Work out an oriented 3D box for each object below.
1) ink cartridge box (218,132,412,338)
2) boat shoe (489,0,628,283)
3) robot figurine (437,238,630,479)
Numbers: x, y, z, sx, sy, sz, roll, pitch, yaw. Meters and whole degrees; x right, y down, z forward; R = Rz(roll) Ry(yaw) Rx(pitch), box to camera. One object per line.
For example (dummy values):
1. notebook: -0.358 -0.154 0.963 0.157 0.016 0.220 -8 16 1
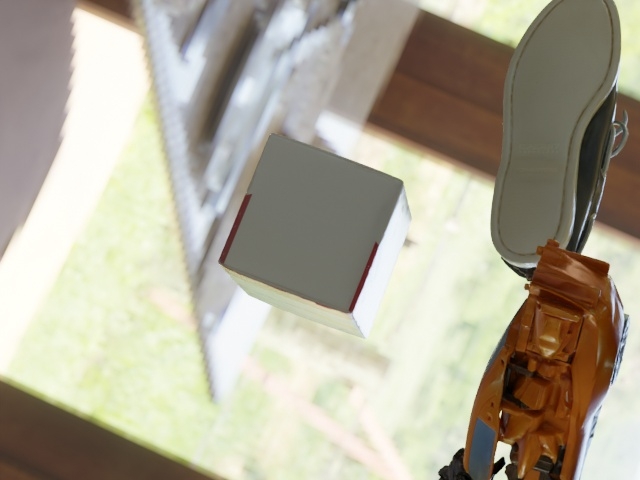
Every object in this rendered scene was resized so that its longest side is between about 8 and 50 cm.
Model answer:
1. ink cartridge box: 0.000 0.000 1.697 0.176 0.127 0.128 62 48 -78
2. boat shoe: 0.201 -0.083 1.566 0.079 0.095 0.254 48 47 -59
3. robot figurine: 0.166 0.147 1.114 0.085 0.211 0.291 -59 161 -54
